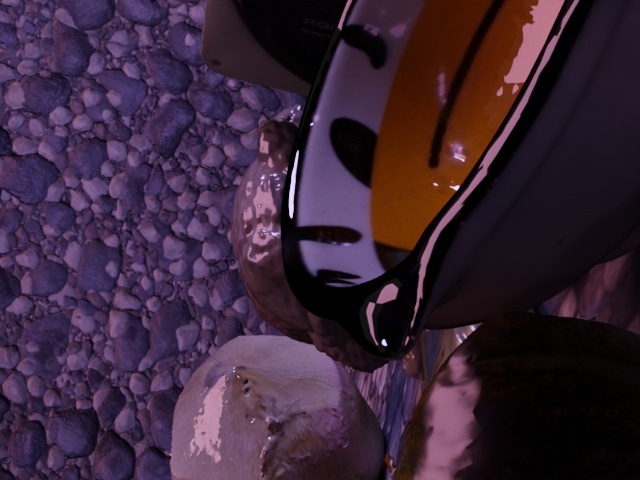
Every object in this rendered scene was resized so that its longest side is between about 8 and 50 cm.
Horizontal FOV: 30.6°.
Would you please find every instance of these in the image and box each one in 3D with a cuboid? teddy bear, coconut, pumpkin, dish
[{"bbox_3d":[-0.001,0.001,0.985,0.267,0.151,0.236,107,144,-75],"label":"teddy bear"},{"bbox_3d":[-0.053,0.214,1.263,0.230,0.227,0.227,50,-141,-41],"label":"coconut"},{"bbox_3d":[0.072,0.122,0.452,0.183,0.119,0.108,108,164,-50],"label":"pumpkin"},{"bbox_3d":[0.094,-0.074,0.511,0.303,0.120,0.303,-54,23,36],"label":"dish"}]

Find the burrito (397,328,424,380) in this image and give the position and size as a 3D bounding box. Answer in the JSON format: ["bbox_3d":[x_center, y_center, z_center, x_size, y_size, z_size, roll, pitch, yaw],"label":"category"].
[{"bbox_3d":[0.106,0.035,1.057,0.045,0.041,0.186,-8,-62,-47],"label":"burrito"}]

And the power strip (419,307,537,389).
[{"bbox_3d":[0.100,0.052,0.806,0.387,0.066,0.092,-87,8,-74],"label":"power strip"}]

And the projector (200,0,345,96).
[{"bbox_3d":[0.054,-0.180,0.793,0.259,0.257,0.079,106,177,-56],"label":"projector"}]
